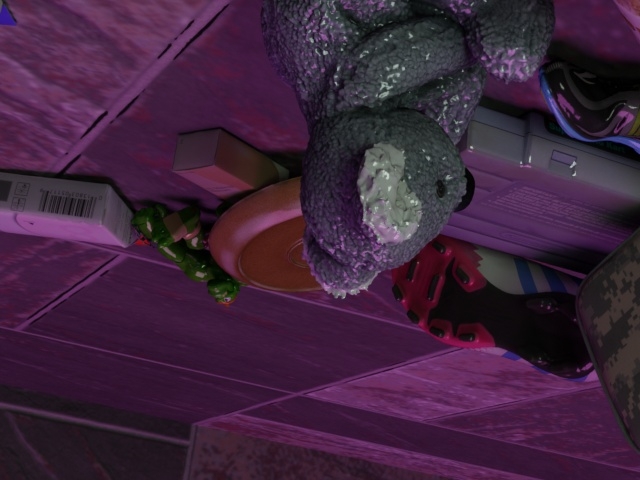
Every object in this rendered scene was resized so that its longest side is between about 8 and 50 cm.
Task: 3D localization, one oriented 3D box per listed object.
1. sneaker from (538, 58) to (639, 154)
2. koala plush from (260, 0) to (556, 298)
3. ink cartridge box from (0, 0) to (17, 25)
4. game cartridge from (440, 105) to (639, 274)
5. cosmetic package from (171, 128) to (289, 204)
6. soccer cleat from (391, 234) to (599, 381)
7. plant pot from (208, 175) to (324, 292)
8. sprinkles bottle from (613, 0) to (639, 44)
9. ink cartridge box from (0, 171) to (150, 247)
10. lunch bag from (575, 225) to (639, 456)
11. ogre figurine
[{"bbox_3d":[0.254,-0.110,1.091,0.188,0.067,0.078,17,139,-22],"label":"sneaker"},{"bbox_3d":[0.042,-0.076,1.003,0.203,0.221,0.196,12,162,-13],"label":"koala plush"},{"bbox_3d":[-0.362,-0.208,1.068,0.206,0.045,0.208,6,164,4],"label":"ink cartridge box"},{"bbox_3d":[0.241,-0.036,1.318,0.355,0.068,0.230,15,157,-22],"label":"game cartridge"},{"bbox_3d":[-0.090,-0.070,1.380,0.060,0.041,0.115,-5,158,38],"label":"cosmetic package"},{"bbox_3d":[0.214,0.075,1.469,0.143,0.116,0.331,4,-166,-38],"label":"soccer cleat"},{"bbox_3d":[0.000,0.000,1.448,0.236,0.032,0.236,-9,152,-5],"label":"plant pot"},{"bbox_3d":[0.209,-0.178,0.773,0.121,0.121,0.355,-2,160,29],"label":"sprinkles bottle"},{"bbox_3d":[-0.307,-0.015,1.628,0.189,0.066,0.232,7,159,12],"label":"ink cartridge box"},{"bbox_3d":[0.422,0.061,1.193,0.256,0.213,0.305,9,137,-35],"label":"lunch bag"},{"bbox_3d":[-0.110,0.009,1.570,0.197,0.097,0.118,-13,138,16],"label":"ogre figurine"}]
